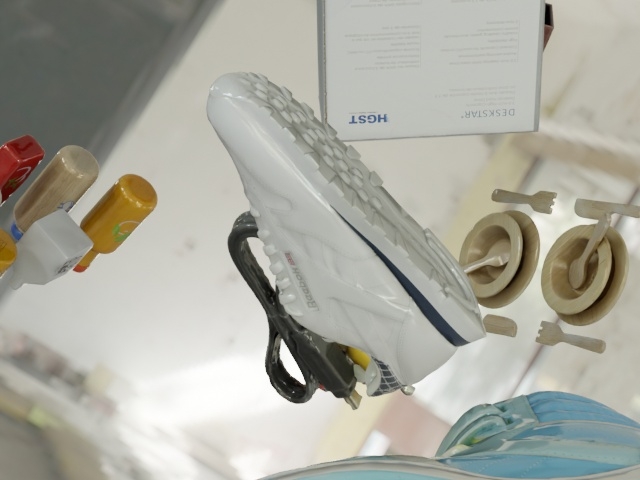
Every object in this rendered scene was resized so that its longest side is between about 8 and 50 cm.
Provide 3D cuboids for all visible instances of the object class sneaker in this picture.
[{"bbox_3d":[0.000,0.000,1.170,0.235,0.095,0.090,49,20,-19],"label":"sneaker"},{"bbox_3d":[0.059,0.147,0.955,0.319,0.127,0.208,3,7,-18],"label":"sneaker"}]

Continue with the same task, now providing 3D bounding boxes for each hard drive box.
[{"bbox_3d":[0.087,-0.202,1.557,0.181,0.232,0.089,-3,31,-4],"label":"hard drive box"}]

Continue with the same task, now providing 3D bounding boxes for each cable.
[{"bbox_3d":[-0.024,0.071,1.937,0.139,0.072,0.287,-8,-52,36],"label":"cable"}]

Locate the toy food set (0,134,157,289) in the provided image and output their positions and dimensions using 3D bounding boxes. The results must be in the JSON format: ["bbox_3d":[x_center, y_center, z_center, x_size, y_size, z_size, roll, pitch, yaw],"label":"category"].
[{"bbox_3d":[-0.244,-0.007,1.557,0.111,0.104,0.232,47,31,5],"label":"toy food set"}]

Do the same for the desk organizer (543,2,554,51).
[{"bbox_3d":[0.138,-0.196,1.704,0.130,0.050,0.047,16,35,-7],"label":"desk organizer"}]

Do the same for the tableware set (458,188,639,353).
[{"bbox_3d":[0.175,0.017,1.594,0.039,0.128,0.194,20,-6,-35],"label":"tableware set"}]
